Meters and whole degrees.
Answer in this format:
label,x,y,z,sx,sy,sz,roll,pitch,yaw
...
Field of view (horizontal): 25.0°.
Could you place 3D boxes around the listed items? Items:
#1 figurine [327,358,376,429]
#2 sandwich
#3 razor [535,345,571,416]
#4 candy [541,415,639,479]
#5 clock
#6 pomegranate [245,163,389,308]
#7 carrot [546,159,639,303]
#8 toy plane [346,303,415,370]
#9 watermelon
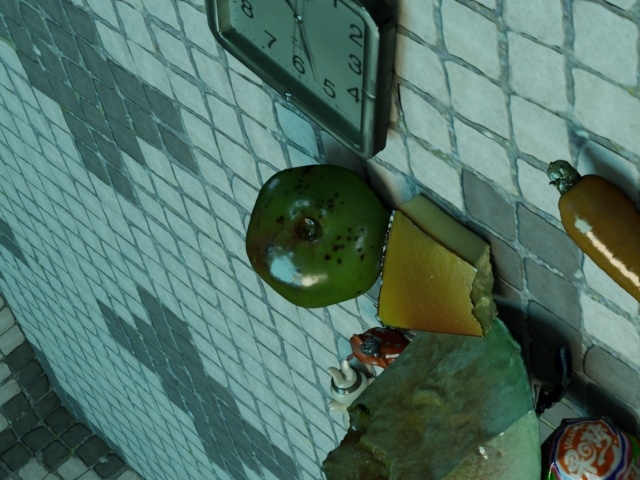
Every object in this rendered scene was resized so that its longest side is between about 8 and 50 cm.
label,x,y,z,sx,sy,sz,roll,pitch,yaw
figurine,0.039,0.232,2.205,0.098,0.081,0.146,14,140,57
sandwich,0.144,0.063,1.696,0.162,0.058,0.193,39,142,29
razor,0.279,0.165,1.699,0.028,0.044,0.155,14,149,6
candy,0.341,0.325,1.761,0.124,0.124,0.365,35,164,32
clock,-0.024,-0.241,1.577,0.273,0.049,0.279,40,157,20
pomegranate,0.000,0.000,1.789,0.181,0.181,0.224,45,175,12
carrot,0.328,0.050,1.361,0.336,0.069,0.069,48,159,-3
toy plane,0.115,0.153,1.947,0.194,0.077,0.126,22,156,33
watermelon,0.147,0.235,1.723,0.151,0.302,0.264,46,-172,-31
